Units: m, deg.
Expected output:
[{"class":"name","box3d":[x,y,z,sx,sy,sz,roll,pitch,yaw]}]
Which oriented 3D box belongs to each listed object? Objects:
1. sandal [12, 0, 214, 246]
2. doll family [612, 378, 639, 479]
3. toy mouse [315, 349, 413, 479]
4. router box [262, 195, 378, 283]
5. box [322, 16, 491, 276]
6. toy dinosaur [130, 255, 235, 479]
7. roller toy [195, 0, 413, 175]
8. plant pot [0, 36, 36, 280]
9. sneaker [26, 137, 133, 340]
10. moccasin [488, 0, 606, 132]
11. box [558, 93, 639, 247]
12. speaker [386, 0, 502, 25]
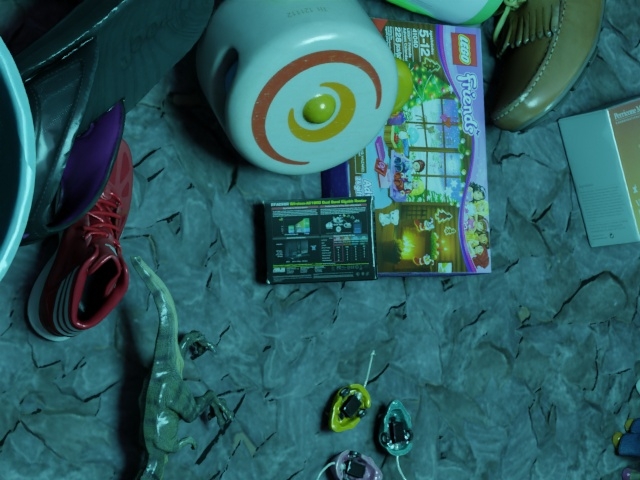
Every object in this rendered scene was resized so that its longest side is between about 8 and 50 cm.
[{"class":"sandal","box3d":[-0.240,-0.111,1.548,0.446,0.107,0.167,-50,153,-17]},{"class":"doll family","box3d":[0.447,0.222,2.003,0.118,0.163,0.263,44,64,-22]},{"class":"toy mouse","box3d":[0.054,0.230,1.820,0.143,0.031,0.161,47,63,-21]},{"class":"router box","box3d":[0.000,0.000,1.765,0.122,0.038,0.092,-2,87,4]},{"class":"box","box3d":[0.097,-0.105,1.866,0.201,0.057,0.293,0,85,-34]},{"class":"toy dinosaur","box3d":[-0.147,0.146,1.662,0.118,0.064,0.268,-6,99,-53]},{"class":"roller toy","box3d":[-0.021,-0.170,1.697,0.191,0.146,0.209,-38,136,9]},{"class":"plant pot","box3d":[-0.456,-0.054,1.326,0.341,0.334,0.341,4,82,-33]},{"class":"sneaker","box3d":[-0.211,-0.007,1.608,0.087,0.128,0.221,19,76,-32]},{"class":"moccasin","box3d":[0.272,-0.304,1.956,0.147,0.139,0.380,28,73,-22]},{"class":"box","box3d":[0.392,-0.092,2.041,0.130,0.091,0.170,-19,96,-33]},{"class":"speaker","box3d":[0.073,-0.343,1.833,0.296,0.131,0.131,18,75,-31]}]
